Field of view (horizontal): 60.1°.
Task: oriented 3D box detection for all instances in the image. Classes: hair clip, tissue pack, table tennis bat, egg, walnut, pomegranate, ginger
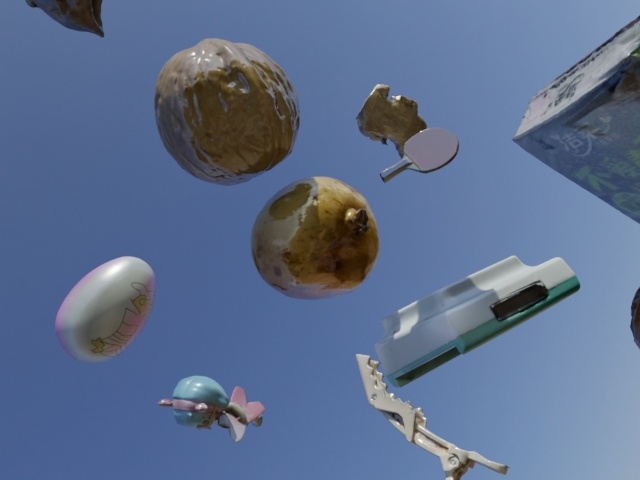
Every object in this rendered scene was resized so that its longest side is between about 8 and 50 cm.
[{"bbox_3d":[0.099,0.207,0.620,0.072,0.226,0.034,-53,-46,-3],"label":"hair clip"},{"bbox_3d":[0.542,-0.139,0.850,0.394,0.288,0.124,30,-108,-5],"label":"tissue pack"},{"bbox_3d":[0.095,-0.082,0.538,0.083,0.050,0.007,-30,-35,-2],"label":"table tennis bat"},{"bbox_3d":[-0.506,0.165,1.334,0.271,0.196,0.196,-44,-46,-24],"label":"egg"},{"bbox_3d":[-0.143,-0.199,0.852,0.228,0.228,0.228,-21,-60,-42],"label":"walnut"},{"bbox_3d":[0.000,0.000,0.912,0.215,0.215,0.215,-21,-60,-42],"label":"pomegranate"},{"bbox_3d":[0.186,-0.274,1.322,0.213,0.074,0.137,34,-70,-17],"label":"ginger"}]

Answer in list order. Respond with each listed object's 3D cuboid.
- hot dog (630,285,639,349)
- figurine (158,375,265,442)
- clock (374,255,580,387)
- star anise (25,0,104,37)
[{"bbox_3d":[0.643,0.123,0.851,0.387,0.174,0.267,13,-46,-39],"label":"hot dog"},{"bbox_3d":[-0.225,0.344,1.154,0.260,0.205,0.103,41,-119,-54],"label":"figurine"},{"bbox_3d":[0.234,0.113,0.885,0.262,0.116,0.231,-21,-17,-29],"label":"clock"},{"bbox_3d":[-0.280,-0.330,0.480,0.110,0.198,0.257,-27,-33,0],"label":"star anise"}]
